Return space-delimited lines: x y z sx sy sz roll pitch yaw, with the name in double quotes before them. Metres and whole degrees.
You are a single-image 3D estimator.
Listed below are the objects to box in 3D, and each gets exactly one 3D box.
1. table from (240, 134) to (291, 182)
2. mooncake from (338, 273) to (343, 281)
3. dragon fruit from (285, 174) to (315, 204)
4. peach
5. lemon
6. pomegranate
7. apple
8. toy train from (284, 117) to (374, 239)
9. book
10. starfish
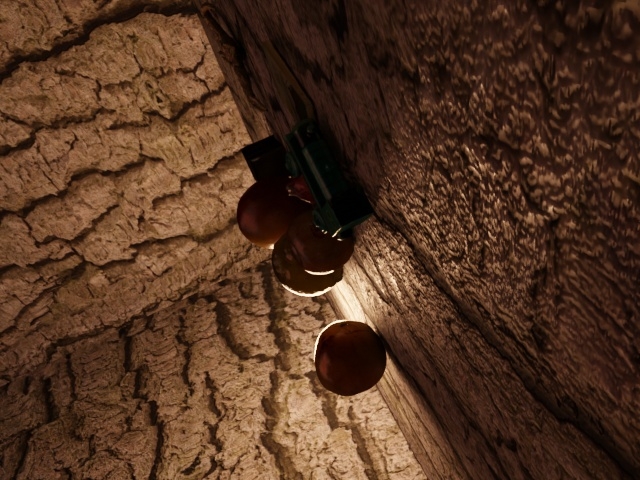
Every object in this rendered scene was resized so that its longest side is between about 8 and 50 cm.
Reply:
"table" -0.238 -0.354 2.150 0.172 0.169 0.193 67 174 -28
"mooncake" -0.018 0.081 2.169 0.306 0.154 0.306 156 90 -82
"dragon fruit" -0.055 -0.174 1.624 0.153 0.111 0.153 62 177 5
"peach" -0.183 -0.124 2.004 0.308 0.332 0.307 35 -146 -28
"lemon" -0.041 0.081 1.829 0.316 0.285 0.285 6 -136 -44
"pomegranate" 0.116 0.483 1.946 0.319 0.319 0.319 63 174 12
"apple" 0.000 0.000 1.499 0.211 0.188 0.211 59 170 17
"toy train" 0.012 -0.148 1.151 0.298 0.120 0.194 64 167 6
"book" -0.072 -0.381 1.291 0.289 0.026 0.201 60 174 31
"starfish" -0.351 -0.741 1.915 0.432 0.083 0.324 60 174 29
